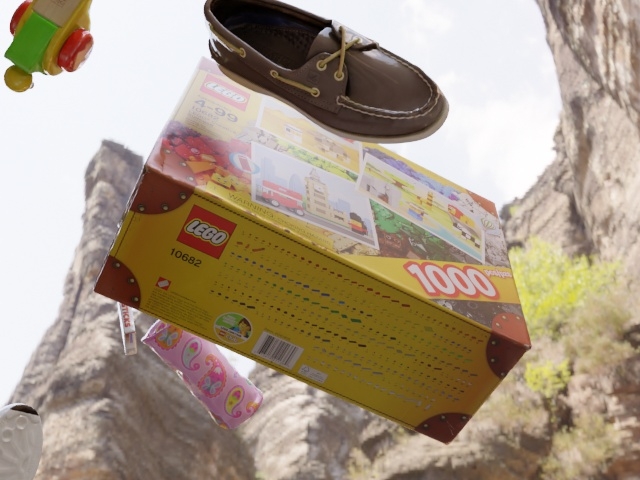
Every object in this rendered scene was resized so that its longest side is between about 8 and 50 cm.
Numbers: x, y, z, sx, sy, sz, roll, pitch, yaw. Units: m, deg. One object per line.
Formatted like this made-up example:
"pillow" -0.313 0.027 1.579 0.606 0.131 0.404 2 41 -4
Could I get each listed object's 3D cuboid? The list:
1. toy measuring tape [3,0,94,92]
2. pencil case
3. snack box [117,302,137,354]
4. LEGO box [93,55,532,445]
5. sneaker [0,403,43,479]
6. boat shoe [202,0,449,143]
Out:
"toy measuring tape" -0.362 -0.355 1.239 0.121 0.121 0.330 36 -97 -30
"pencil case" -0.245 0.264 1.756 0.124 0.124 0.284 -32 -76 30
"snack box" -0.333 0.103 1.415 0.022 0.178 0.064 -8 -41 -15
"LEGO box" 0.000 0.000 1.133 0.500 0.373 0.193 25 -61 -12
"sneaker" -0.629 0.440 1.478 0.236 0.323 0.130 -4 -23 42
"boat shoe" -0.001 -0.212 0.996 0.324 0.117 0.097 26 -17 22
